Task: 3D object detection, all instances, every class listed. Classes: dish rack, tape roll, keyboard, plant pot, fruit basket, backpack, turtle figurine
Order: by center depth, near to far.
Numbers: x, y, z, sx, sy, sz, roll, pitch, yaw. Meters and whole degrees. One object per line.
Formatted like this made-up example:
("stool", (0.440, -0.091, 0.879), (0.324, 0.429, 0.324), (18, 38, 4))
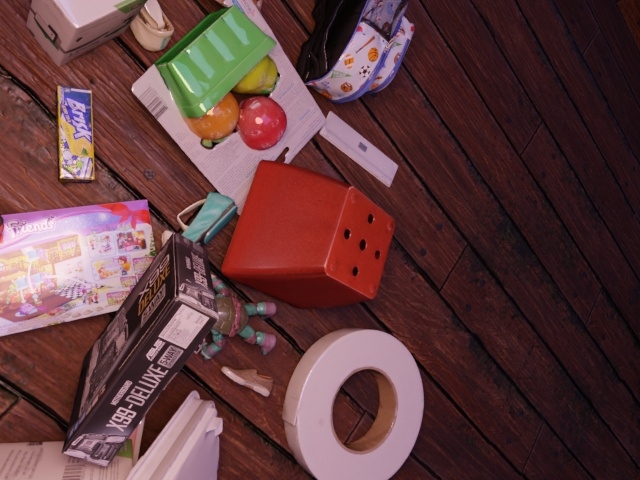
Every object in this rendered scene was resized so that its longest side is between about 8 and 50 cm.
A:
("dish rack", (-0.239, 0.452, 0.851), (0.072, 0.333, 0.286), (3, 102, 5))
("turtle figurine", (-0.200, 0.163, 1.029), (0.234, 0.118, 0.175), (18, 77, -36))
("plant pot", (0.000, 0.000, 1.051), (0.267, 0.235, 0.267), (32, 70, -45))
("fruit basket", (-0.175, -0.288, 1.064), (0.327, 0.165, 0.353), (-51, 133, -17))
("backpack", (0.069, -0.455, 1.164), (0.213, 0.276, 0.263), (32, 84, -26))
("tape roll", (0.091, 0.410, 1.222), (0.391, 0.072, 0.392), (2, 87, -32))
("keyboard", (0.107, -0.237, 1.306), (0.256, 0.014, 0.072), (33, 65, -27))

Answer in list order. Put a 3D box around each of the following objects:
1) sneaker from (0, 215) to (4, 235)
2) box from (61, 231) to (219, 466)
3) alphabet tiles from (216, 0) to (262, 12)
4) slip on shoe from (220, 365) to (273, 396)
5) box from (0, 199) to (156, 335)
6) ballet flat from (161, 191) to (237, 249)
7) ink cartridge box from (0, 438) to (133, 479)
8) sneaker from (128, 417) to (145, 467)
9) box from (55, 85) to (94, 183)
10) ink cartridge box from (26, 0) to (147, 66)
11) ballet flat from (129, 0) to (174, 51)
("sneaker", (-0.602, 0.077, 0.764), (0.314, 0.116, 0.136), (-39, 125, -7))
("box", (-0.293, 0.164, 0.819), (0.076, 0.242, 0.307), (33, 101, -27))
("alphabet tiles", (-0.179, -0.618, 1.071), (0.198, 0.009, 0.237), (9, 92, -58))
("slip on shoe", (-0.157, 0.297, 1.080), (0.135, 0.051, 0.041), (37, 74, -29))
("box", (-0.451, 0.042, 0.902), (0.293, 0.057, 0.201), (-10, 93, -33))
("ballet flat", (-0.268, -0.008, 1.006), (0.087, 0.083, 0.247), (31, 57, 3))
("ink cartridge box", (-0.443, 0.404, 0.777), (0.272, 0.198, 0.115), (6, 87, -21))
("sneaker", (-0.377, 0.392, 0.938), (0.070, 0.051, 0.134), (9, 89, -18))
("box", (-0.454, -0.193, 0.916), (0.059, 0.054, 0.169), (-2, 89, -32))
("ink cartridge box", (-0.405, -0.405, 0.863), (0.160, 0.219, 0.093), (-43, 113, -26))
("ballet flat", (-0.371, -0.498, 0.970), (0.086, 0.086, 0.248), (-40, 108, -28))
